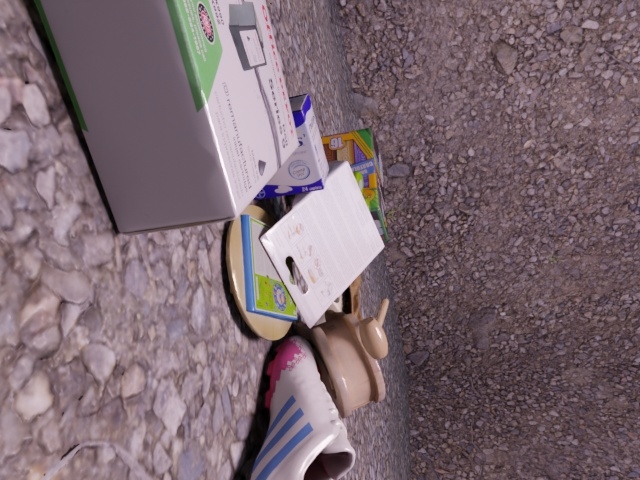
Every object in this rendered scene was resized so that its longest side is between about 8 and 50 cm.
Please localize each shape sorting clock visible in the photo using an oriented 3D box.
[{"bbox_3d":[-0.087,0.048,0.739,0.206,0.040,0.207,46,36,-50],"label":"shape sorting clock"}]

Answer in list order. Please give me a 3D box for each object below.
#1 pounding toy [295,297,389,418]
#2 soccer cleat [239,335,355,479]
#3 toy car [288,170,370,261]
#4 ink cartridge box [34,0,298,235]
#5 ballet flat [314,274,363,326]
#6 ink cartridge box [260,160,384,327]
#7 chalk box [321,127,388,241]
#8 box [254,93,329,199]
[{"bbox_3d":[0.067,0.197,0.843,0.269,0.154,0.154,165,-94,-73],"label":"pounding toy"},{"bbox_3d":[-0.016,0.267,0.692,0.331,0.143,0.116,-78,156,-56],"label":"soccer cleat"},{"bbox_3d":[-0.001,-0.034,0.962,0.149,0.154,0.189,67,32,-48],"label":"toy car"},{"bbox_3d":[-0.125,-0.160,0.521,0.289,0.121,0.211,-70,150,-65],"label":"ink cartridge box"},{"bbox_3d":[0.038,0.163,1.100,0.124,0.116,0.343,45,33,-35],"label":"ballet flat"},{"bbox_3d":[0.000,0.000,0.828,0.232,0.066,0.189,-42,119,-30],"label":"ink cartridge box"},{"bbox_3d":[0.062,-0.091,1.170,0.180,0.178,0.289,59,27,-61],"label":"chalk box"},{"bbox_3d":[-0.064,-0.145,0.768,0.072,0.126,0.137,-78,156,-52],"label":"box"}]
